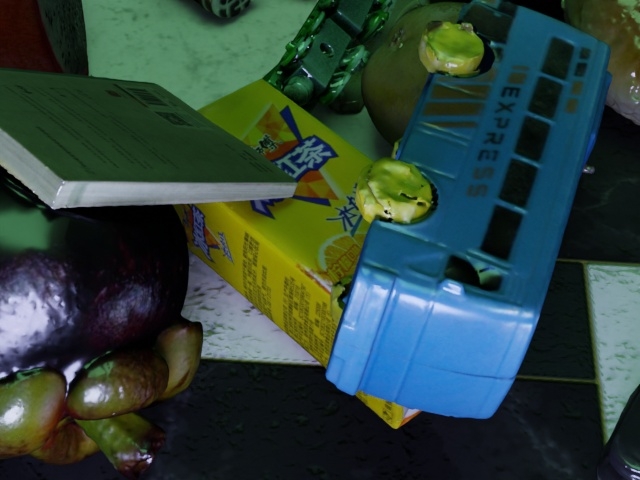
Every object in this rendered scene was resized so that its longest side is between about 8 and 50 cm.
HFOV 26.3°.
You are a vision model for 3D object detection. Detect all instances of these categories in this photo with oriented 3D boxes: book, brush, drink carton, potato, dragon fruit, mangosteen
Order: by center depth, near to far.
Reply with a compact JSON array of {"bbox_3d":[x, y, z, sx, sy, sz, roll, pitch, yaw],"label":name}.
[{"bbox_3d":[-0.213,0.051,1.097,0.287,0.233,0.287,27,13,-7],"label":"mangosteen"},{"bbox_3d":[-0.174,-0.091,1.140,0.215,0.025,0.282,37,23,32],"label":"book"},{"bbox_3d":[0.000,0.000,1.241,0.154,0.111,0.351,-31,54,-30],"label":"drink carton"},{"bbox_3d":[0.162,-0.134,1.356,0.251,0.159,0.174,36,86,14],"label":"potato"},{"bbox_3d":[-0.371,-0.269,1.385,0.225,0.305,0.305,-9,45,-1],"label":"dragon fruit"},{"bbox_3d":[0.072,-0.251,1.562,0.085,0.020,0.336,13,46,10],"label":"brush"}]

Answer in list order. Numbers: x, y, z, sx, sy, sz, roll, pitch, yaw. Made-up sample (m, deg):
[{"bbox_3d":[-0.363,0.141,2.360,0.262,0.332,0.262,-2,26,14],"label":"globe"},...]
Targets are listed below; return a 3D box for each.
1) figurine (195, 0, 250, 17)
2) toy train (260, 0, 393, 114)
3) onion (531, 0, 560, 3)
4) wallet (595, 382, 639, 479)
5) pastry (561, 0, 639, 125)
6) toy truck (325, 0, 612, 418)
[{"bbox_3d":[-0.085,-0.433,1.616,0.323,0.196,0.320,-35,99,-23],"label":"figurine"},{"bbox_3d":[0.001,-0.209,1.453,0.085,0.119,0.251,41,42,-13],"label":"toy train"},{"bbox_3d":[0.234,-0.327,1.573,0.198,0.173,0.135,-41,60,17],"label":"onion"},{"bbox_3d":[0.420,0.207,1.096,0.377,0.051,0.197,24,46,20],"label":"wallet"},{"bbox_3d":[0.402,-0.248,1.426,0.329,0.136,0.330,-3,81,18],"label":"pastry"},{"bbox_3d":[0.120,-0.037,1.097,0.162,0.161,0.385,20,45,5],"label":"toy truck"}]
